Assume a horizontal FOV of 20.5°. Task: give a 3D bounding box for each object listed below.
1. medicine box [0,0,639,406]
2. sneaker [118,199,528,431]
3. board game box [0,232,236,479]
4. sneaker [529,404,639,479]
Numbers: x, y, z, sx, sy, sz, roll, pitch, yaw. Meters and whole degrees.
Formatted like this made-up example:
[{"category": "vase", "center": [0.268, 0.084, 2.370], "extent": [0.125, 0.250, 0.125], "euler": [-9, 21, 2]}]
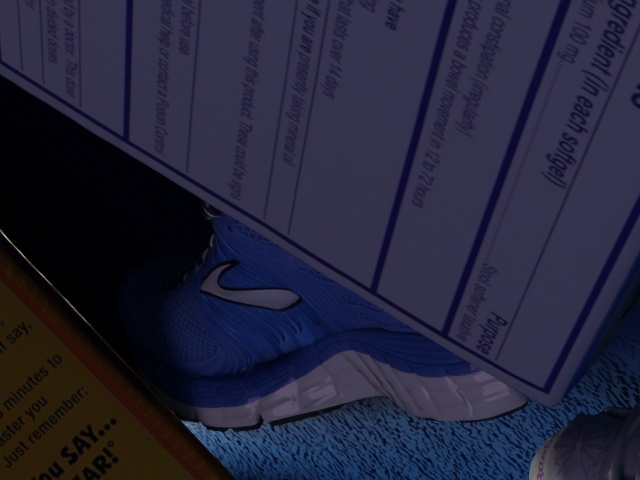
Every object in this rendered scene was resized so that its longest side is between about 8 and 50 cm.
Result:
[{"category": "medicine box", "center": [0.019, -0.122, 0.586], "extent": [0.289, 0.149, 0.263], "euler": [31, 151, 11]}, {"category": "sneaker", "center": [0.000, 0.000, 0.851], "extent": [0.330, 0.130, 0.147], "euler": [-11, 111, 52]}, {"category": "board game box", "center": [-0.273, 0.160, 1.011], "extent": [0.356, 0.356, 0.356], "euler": [49, 173, -22]}, {"category": "sneaker", "center": [0.171, 0.129, 0.827], "extent": [0.152, 0.114, 0.305], "euler": [30, 151, 10]}]
